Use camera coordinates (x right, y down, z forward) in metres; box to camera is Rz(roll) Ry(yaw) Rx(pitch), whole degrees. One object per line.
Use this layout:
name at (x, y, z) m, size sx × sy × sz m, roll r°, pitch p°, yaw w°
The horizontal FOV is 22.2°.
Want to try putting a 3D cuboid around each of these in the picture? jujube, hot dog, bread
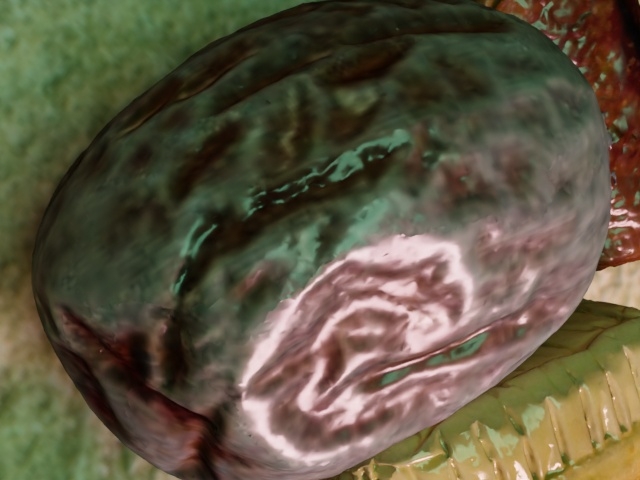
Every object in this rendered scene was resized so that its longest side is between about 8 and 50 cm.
jujube at (-0.005, -0.003, 0.880) m, size 0.308 × 0.215 × 0.246 m, roll -18°, pitch 133°, yaw -26°
hot dog at (0.156, -0.091, 1.029) m, size 0.160 × 0.099 × 0.227 m, roll -29°, pitch 107°, yaw -25°
bread at (0.110, 0.120, 0.991) m, size 0.236 × 0.140 × 0.106 m, roll -23°, pitch 107°, yaw -24°
